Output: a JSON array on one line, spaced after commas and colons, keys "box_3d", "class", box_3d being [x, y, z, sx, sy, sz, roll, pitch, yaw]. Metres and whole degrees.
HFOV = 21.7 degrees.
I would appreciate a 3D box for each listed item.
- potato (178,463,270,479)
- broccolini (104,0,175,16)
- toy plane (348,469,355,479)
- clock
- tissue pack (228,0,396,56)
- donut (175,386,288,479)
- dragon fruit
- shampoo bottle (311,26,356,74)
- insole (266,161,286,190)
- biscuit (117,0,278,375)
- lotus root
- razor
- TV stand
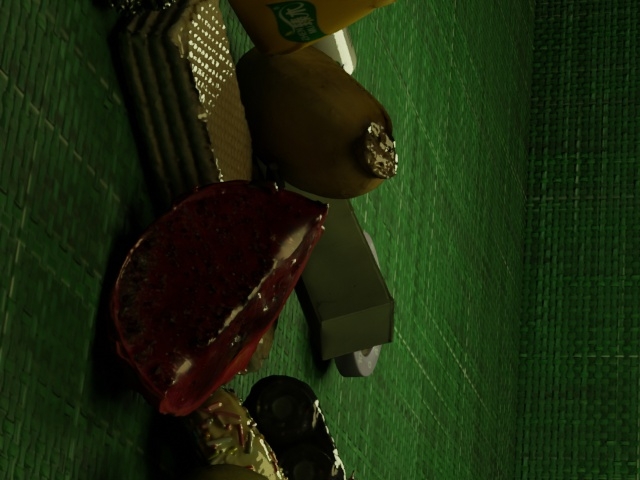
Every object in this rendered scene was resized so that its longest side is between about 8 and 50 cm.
[{"box_3d": [-0.089, 0.344, 1.563, 0.351, 0.218, 0.202, 73, -5, -46], "class": "potato"}, {"box_3d": [-0.222, -0.355, 1.449, 0.074, 0.079, 0.392, -64, 143, -37], "class": "broccolini"}, {"box_3d": [0.032, 0.403, 2.131, 0.194, 0.126, 0.077, 56, -23, 12], "class": "toy plane"}, {"box_3d": [0.041, 0.091, 2.281, 0.172, 0.064, 0.198, 35, 55, -70], "class": "clock"}, {"box_3d": [-0.013, -0.389, 1.660, 0.228, 0.293, 0.382, 66, 5, 24], "class": "tissue pack"}, {"box_3d": [-0.086, 0.220, 1.698, 0.174, 0.068, 0.174, 54, -12, 17], "class": "donut"}, {"box_3d": [-0.122, 0.069, 1.642, 0.262, 0.134, 0.211, -49, 159, -28], "class": "dragon fruit"}, {"box_3d": [-0.030, -0.316, 2.014, 0.303, 0.092, 0.092, 71, 24, -49], "class": "shampoo bottle"}, {"box_3d": [-0.049, 0.000, 1.874, 0.309, 0.012, 0.110, 104, -32, -71], "class": "insole"}, {"box_3d": [-0.114, -0.061, 1.731, 0.144, 0.079, 0.426, -72, 156, -53], "class": "biscuit"}, {"box_3d": [-0.019, -0.133, 1.830, 0.303, 0.131, 0.146, 44, -33, 51], "class": "lotus root"}, {"box_3d": [-0.019, 0.292, 1.919, 0.327, 0.107, 0.189, 74, -3, -60], "class": "razor"}, {"box_3d": [0.000, 0.000, 1.891, 0.082, 0.088, 0.269, 87, -15, -53], "class": "TV stand"}]
